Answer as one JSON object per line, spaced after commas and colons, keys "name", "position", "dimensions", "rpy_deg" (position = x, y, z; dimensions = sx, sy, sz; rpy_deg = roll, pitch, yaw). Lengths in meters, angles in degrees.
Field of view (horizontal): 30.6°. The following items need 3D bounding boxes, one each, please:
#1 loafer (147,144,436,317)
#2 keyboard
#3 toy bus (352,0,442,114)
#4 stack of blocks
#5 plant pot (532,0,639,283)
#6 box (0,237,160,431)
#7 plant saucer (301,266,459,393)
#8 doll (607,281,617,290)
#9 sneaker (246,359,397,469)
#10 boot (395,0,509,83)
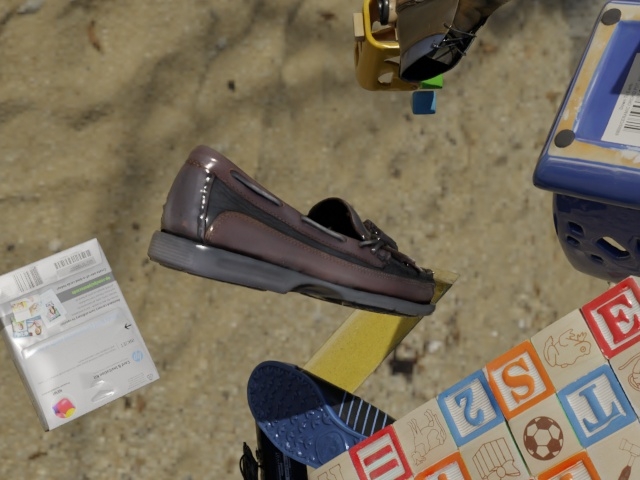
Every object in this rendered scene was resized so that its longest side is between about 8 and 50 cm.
{"name": "loafer", "position": [0.000, 0.000, 0.930], "dimensions": [0.302, 0.109, 0.095], "rpy_deg": [13, 90, -47]}
{"name": "keyboard", "position": [-0.062, 0.275, 1.414], "dimensions": [0.100, 0.038, 0.192], "rpy_deg": [10, 65, -43]}
{"name": "toy bus", "position": [0.095, -0.278, 1.539], "dimensions": [0.191, 0.104, 0.202], "rpy_deg": [-106, -165, -68]}
{"name": "stack of blocks", "position": [0.153, 0.177, 0.832], "dimensions": [0.087, 0.297, 0.171], "rpy_deg": [14, 45, -54]}
{"name": "plant pot", "position": [0.342, -0.088, 1.083], "dimensions": [0.212, 0.236, 0.236], "rpy_deg": [39, 71, -49]}
{"name": "box", "position": [-0.293, 0.109, 1.376], "dimensions": [0.145, 0.038, 0.186], "rpy_deg": [-24, 86, -26]}
{"name": "plant saucer", "position": [0.062, 0.154, 1.736], "dimensions": [0.333, 0.081, 0.333], "rpy_deg": [-48, 175, 6]}
{"name": "doll", "position": [0.458, 0.053, 1.616], "dimensions": [0.046, 0.129, 0.189], "rpy_deg": [52, 21, -37]}
{"name": "sneaker", "position": [0.029, 0.196, 1.167], "dimensions": [0.090, 0.232, 0.081], "rpy_deg": [16, 104, -57]}
{"name": "boot", "position": [0.163, -0.238, 1.277], "dimensions": [0.082, 0.219, 0.106], "rpy_deg": [13, 79, -35]}
